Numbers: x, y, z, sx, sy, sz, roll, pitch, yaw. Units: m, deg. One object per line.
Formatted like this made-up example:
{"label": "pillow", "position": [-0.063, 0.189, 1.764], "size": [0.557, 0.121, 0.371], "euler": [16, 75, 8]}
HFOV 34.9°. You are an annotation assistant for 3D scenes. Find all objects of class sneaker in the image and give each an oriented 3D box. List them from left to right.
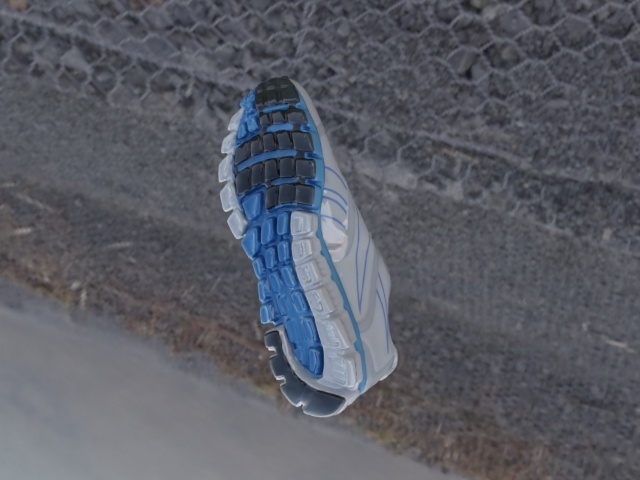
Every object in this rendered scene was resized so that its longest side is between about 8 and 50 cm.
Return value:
{"label": "sneaker", "position": [0.000, 0.000, 0.587], "size": [0.071, 0.083, 0.191], "euler": [-12, 90, 39]}
